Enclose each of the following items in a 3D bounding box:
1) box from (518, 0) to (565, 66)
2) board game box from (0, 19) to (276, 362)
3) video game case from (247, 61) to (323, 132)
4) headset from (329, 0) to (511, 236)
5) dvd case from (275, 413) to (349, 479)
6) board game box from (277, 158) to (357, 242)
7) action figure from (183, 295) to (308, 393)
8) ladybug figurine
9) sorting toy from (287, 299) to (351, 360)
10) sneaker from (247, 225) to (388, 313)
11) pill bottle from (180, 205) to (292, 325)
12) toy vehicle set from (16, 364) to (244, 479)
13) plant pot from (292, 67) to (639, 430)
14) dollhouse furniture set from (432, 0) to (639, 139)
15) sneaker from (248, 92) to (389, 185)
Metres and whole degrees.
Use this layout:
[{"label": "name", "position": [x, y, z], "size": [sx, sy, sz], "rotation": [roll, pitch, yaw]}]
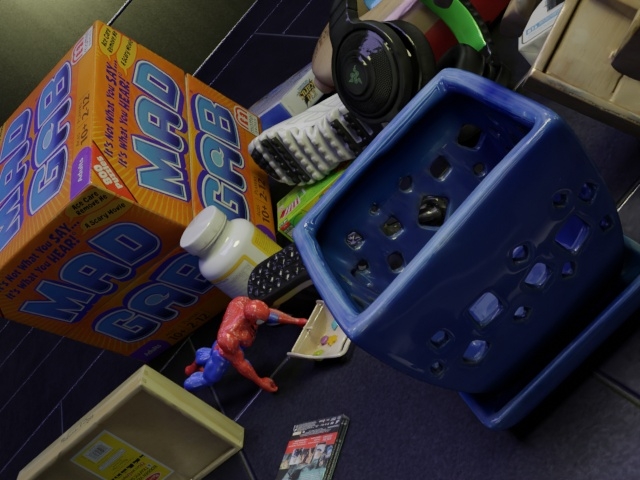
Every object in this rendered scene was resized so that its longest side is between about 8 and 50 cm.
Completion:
[{"label": "box", "position": [0.347, -0.334, 1.040], "size": [0.169, 0.087, 0.289], "rotation": [-30, 30, 37]}, {"label": "board game box", "position": [-0.332, -0.064, 1.373], "size": [0.357, 0.356, 0.356], "rotation": [-35, 47, 30]}, {"label": "video game case", "position": [-0.099, -0.264, 1.686], "size": [0.270, 0.061, 0.244], "rotation": [-27, 21, 41]}, {"label": "headset", "position": [0.120, -0.191, 1.076], "size": [0.185, 0.244, 0.393], "rotation": [-43, 44, 51]}, {"label": "dvd case", "position": [-0.016, 0.253, 0.893], "size": [0.087, 0.013, 0.119], "rotation": [-25, 33, 44]}, {"label": "board game box", "position": [0.008, -0.084, 1.310], "size": [0.181, 0.043, 0.092], "rotation": [-41, 26, 19]}, {"label": "action figure", "position": [-0.097, 0.164, 1.094], "size": [0.280, 0.139, 0.091], "rotation": [124, 166, -51]}, {"label": "ladybug figurine", "position": [0.173, -0.390, 1.331], "size": [0.449, 0.162, 0.305], "rotation": [-39, 25, 21]}, {"label": "sorting toy", "position": [0.012, 0.121, 1.010], "size": [0.075, 0.045, 0.083], "rotation": [-2, 51, 50]}, {"label": "sneaker", "position": [0.008, 0.038, 1.062], "size": [0.235, 0.097, 0.084], "rotation": [-23, 52, 35]}, {"label": "pill bottle", "position": [-0.108, 0.034, 1.162], "size": [0.103, 0.184, 0.103], "rotation": [-38, 26, 23]}, {"label": "toy vehicle set", "position": [-0.252, 0.288, 1.059], "size": [0.267, 0.166, 0.035], "rotation": [-40, 26, 20]}, {"label": "plant pot", "position": [0.141, 0.011, 0.731], "size": [0.236, 0.212, 0.236], "rotation": [-47, 23, 6]}, {"label": "dollhouse furniture set", "position": [0.298, -0.227, 0.603], "size": [0.256, 0.362, 0.394], "rotation": [-65, -7, 6]}, {"label": "sneaker", "position": [0.007, -0.170, 1.271], "size": [0.292, 0.110, 0.118], "rotation": [-12, 35, 42]}]
